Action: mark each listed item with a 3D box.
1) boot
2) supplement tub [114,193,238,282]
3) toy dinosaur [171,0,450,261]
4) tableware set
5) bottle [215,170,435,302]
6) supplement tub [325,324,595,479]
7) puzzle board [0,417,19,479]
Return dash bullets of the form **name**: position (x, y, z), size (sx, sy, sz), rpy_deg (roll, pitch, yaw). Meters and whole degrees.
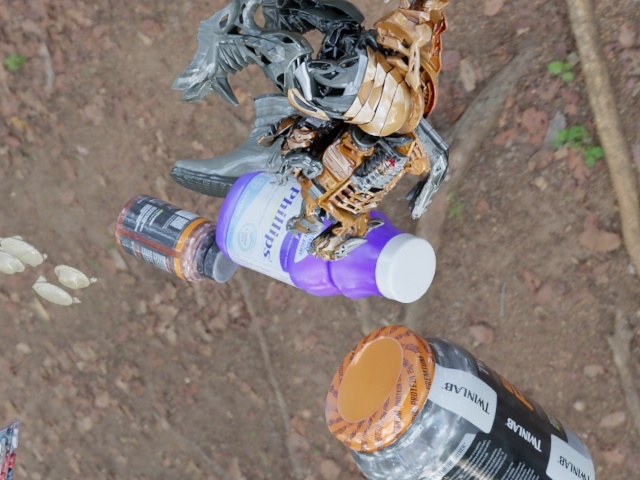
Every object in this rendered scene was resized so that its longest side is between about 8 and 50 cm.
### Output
- **boot**: position (-0.103, -0.149, 1.378), size (0.246, 0.083, 0.161), rpy_deg (3, 76, 1)
- **supplement tub**: position (-0.227, 0.003, 1.423), size (0.198, 0.106, 0.106), rpy_deg (22, 126, 26)
- **toy dinosaur**: position (0.025, -0.135, 0.737), size (0.218, 0.164, 0.322), rpy_deg (32, 107, 14)
- **tableware set**: position (-0.419, 0.045, 1.322), size (0.168, 0.020, 0.141), rpy_deg (37, 144, -27)
- **bottle**: position (0.000, 0.000, 0.968), size (0.283, 0.092, 0.118), rpy_deg (19, 87, 47)
- **supplement tub**: position (0.181, 0.263, 1.161), size (0.338, 0.207, 0.207), rpy_deg (37, 139, -26)
- **puzzle board**: position (-0.480, 0.342, 1.347), size (0.011, 0.096, 0.128), rpy_deg (7, 89, -2)
